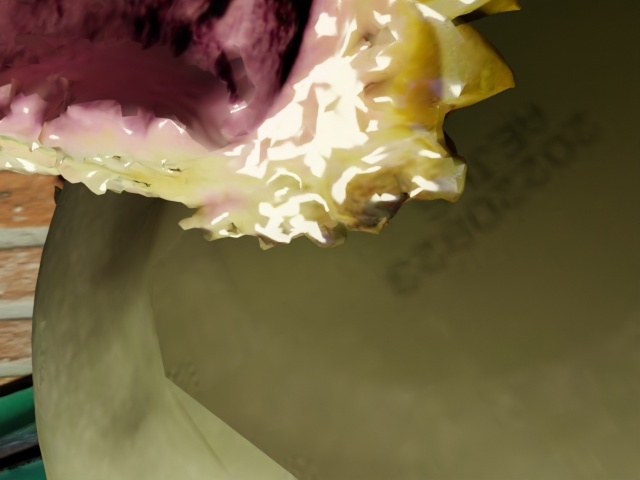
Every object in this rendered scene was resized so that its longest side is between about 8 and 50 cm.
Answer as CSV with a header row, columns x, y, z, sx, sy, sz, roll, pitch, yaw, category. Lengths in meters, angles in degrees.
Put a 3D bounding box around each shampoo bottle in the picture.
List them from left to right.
x,y,z,sx,sy,sz,roll,pitch,yaw,category
0.079,0.053,0.489,0.323,0.322,0.317,-20,139,13,shampoo bottle

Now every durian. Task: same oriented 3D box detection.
x,y,z,sx,sy,sz,roll,pitch,yaw,category
-0.110,-0.116,0.350,0.341,0.112,0.191,11,118,10,durian

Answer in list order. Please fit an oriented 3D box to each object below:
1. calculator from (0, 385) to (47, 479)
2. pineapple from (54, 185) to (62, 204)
x,y,z,sx,sy,sz,roll,pitch,yaw,category
-0.210,0.171,1.073,0.248,0.058,0.274,-19,156,12,calculator
0.000,0.000,0.743,0.279,0.157,0.158,-1,156,0,pineapple
